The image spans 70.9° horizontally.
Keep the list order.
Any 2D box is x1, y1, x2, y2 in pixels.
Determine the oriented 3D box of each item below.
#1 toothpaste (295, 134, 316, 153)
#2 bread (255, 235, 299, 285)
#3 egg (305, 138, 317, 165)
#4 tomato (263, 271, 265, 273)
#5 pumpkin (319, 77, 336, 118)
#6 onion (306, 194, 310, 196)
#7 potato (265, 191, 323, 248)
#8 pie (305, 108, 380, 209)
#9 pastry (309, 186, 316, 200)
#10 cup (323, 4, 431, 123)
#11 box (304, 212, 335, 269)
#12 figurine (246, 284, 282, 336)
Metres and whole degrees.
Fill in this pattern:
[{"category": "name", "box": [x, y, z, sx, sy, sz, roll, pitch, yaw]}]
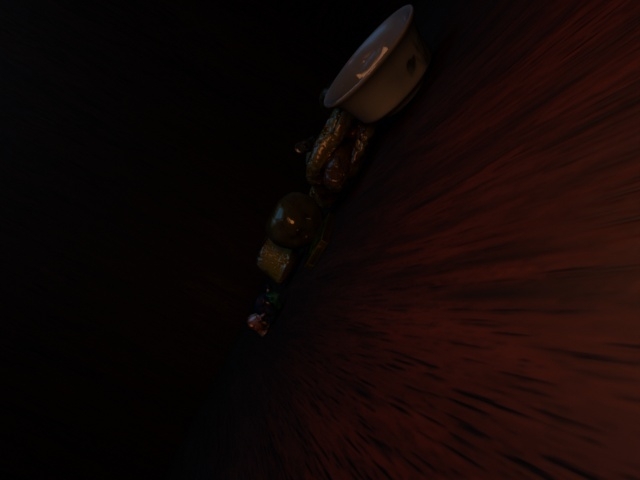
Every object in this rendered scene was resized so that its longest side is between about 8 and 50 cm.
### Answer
[{"category": "toothpaste", "box": [-0.040, -0.321, 1.523, 0.039, 0.062, 0.239, -14, 12, 15]}, {"category": "bread", "box": [-0.181, 0.081, 1.919, 0.197, 0.170, 0.197, -62, -6, -11]}, {"category": "egg", "box": [0.016, -0.431, 2.371, 0.189, 0.188, 0.254, -70, 7, -48]}, {"category": "tomato", "box": [-0.213, 0.090, 2.179, 0.187, 0.151, 0.187, -60, 13, 23]}, {"category": "pumpkin", "box": [0.109, -0.530, 1.818, 0.189, 0.260, 0.260, -64, 7, -6]}, {"category": "onion", "box": [-0.049, -0.186, 2.249, 0.115, 0.104, 0.115, -45, -1, -1]}, {"category": "potato", "box": [-0.085, -0.070, 1.742, 0.351, 0.202, 0.218, 2, -77, -83]}, {"category": "pie", "box": [0.072, -0.310, 1.584, 0.395, 0.180, 0.418, -64, 1, -6]}, {"category": "pastry", "box": [0.026, -0.256, 1.975, 0.250, 0.102, 0.154, 126, 167, -58]}, {"category": "cup", "box": [0.182, -0.468, 1.278, 0.347, 0.163, 0.347, -44, 23, 24]}, {"category": "box", "box": [0.000, 0.000, 1.493, 0.121, 0.030, 0.193, -58, 7, 30]}, {"category": "figurine", "box": [-0.214, 0.270, 1.698, 0.195, 0.102, 0.111, -58, 11, 26]}]
